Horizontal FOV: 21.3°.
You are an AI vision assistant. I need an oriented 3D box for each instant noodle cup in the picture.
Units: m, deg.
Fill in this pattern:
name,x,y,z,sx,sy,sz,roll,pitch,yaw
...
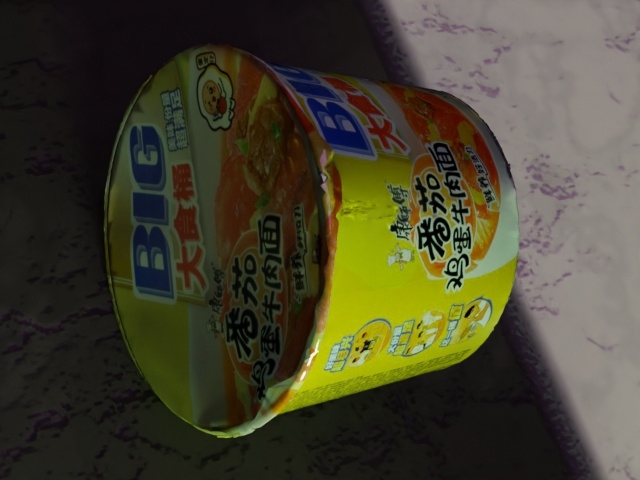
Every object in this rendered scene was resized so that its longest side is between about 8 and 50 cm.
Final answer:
name,x,y,z,sx,sy,sz,roll,pitch,yaw
instant noodle cup,0.000,0.000,0.904,0.153,0.205,0.205,0,67,-37
